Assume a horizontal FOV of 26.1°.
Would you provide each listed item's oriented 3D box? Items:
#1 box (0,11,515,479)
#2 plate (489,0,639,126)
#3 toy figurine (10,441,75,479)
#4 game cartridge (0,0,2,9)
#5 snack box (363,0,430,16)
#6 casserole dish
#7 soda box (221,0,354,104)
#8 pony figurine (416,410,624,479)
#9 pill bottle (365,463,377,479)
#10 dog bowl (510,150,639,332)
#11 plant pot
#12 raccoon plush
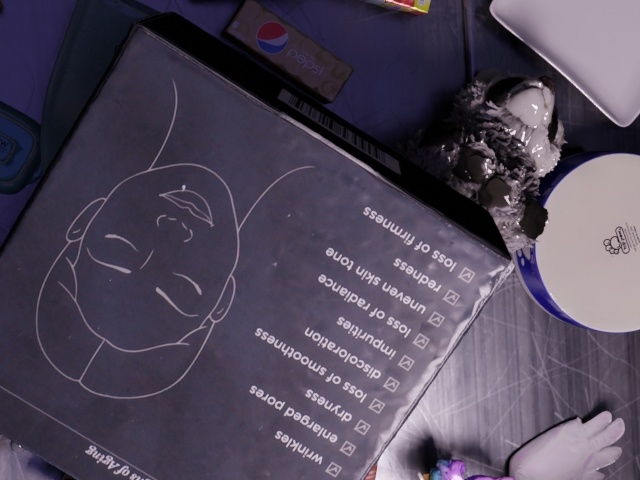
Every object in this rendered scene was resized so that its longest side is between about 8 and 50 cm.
[{"bbox_3d":[-0.112,0.062,1.600,0.480,0.297,0.471,32,100,-5],"label":"box"},{"bbox_3d":[0.422,-0.353,2.027,0.278,0.045,0.277,39,85,-11],"label":"plate"},{"bbox_3d":[-0.310,0.249,1.873,0.213,0.148,0.209,-38,94,-5],"label":"toy figurine"},{"bbox_3d":[-0.616,-0.395,1.816,0.285,0.053,0.323,-26,97,-8],"label":"game cartridge"},{"bbox_3d":[0.068,-0.426,1.939,0.207,0.070,0.174,15,91,-13],"label":"snack box"},{"bbox_3d":[-0.459,-0.139,1.870,0.188,0.037,0.114,29,88,-12],"label":"casserole dish"},{"bbox_3d":[-0.046,-0.264,1.933,0.181,0.058,0.061,33,87,-11],"label":"soda box"},{"bbox_3d":[0.313,0.437,1.961,0.351,0.303,0.363,-17,112,-1],"label":"pony figurine"},{"bbox_3d":[0.024,0.289,1.947,0.121,0.121,0.216,8,91,-12],"label":"pill bottle"},{"bbox_3d":[0.417,0.001,2.016,0.265,0.104,0.264,-1,93,-11],"label":"dog bowl"},{"bbox_3d":[-0.244,-0.172,1.815,0.247,0.248,0.252,24,98,-12],"label":"plant pot"},{"bbox_3d":[0.155,-0.077,1.959,0.446,0.299,0.216,-28,105,28],"label":"raccoon plush"}]
